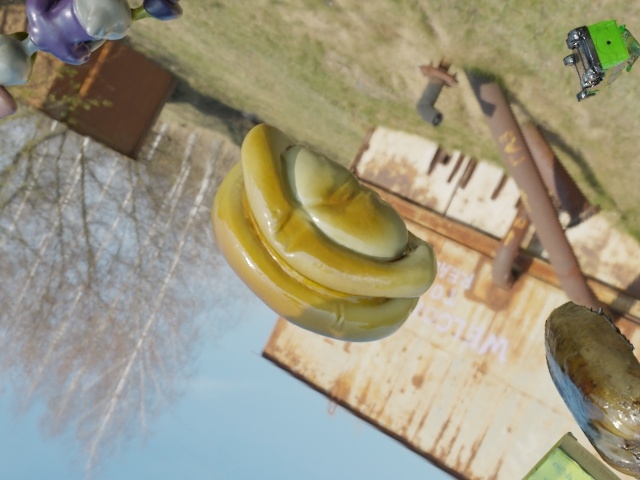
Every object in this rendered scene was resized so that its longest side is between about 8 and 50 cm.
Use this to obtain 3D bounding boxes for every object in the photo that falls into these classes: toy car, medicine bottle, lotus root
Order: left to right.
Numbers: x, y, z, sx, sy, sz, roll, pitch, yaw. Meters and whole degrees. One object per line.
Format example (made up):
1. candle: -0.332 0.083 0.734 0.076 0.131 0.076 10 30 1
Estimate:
1. medicine bottle: 0.322 0.413 1.050 0.137 0.250 0.141 43 -167 22
2. lotus root: 0.371 0.188 1.044 0.078 0.167 0.329 4 -160 -6
3. toy car: 0.368 -0.240 0.985 0.062 0.071 0.165 -18 173 14

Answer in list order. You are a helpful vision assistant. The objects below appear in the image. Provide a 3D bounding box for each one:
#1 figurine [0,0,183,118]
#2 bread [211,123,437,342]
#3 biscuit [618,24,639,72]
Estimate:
1. figurine: -0.416 -0.345 1.214 0.193 0.420 0.154 -114 -2 -54
2. bread: 0.016 -0.020 1.336 0.424 0.245 0.329 39 -147 4
3. biscuit: 0.490 -0.310 1.180 0.089 0.046 0.016 26 -167 -39
